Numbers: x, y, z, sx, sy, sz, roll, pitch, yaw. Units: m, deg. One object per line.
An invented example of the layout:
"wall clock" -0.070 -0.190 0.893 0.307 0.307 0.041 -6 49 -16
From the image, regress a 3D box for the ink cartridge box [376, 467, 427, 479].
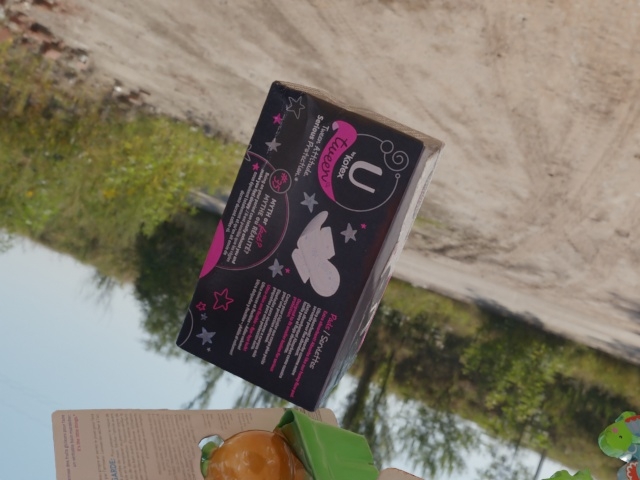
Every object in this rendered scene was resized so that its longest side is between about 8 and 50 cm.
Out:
"ink cartridge box" 0.137 0.287 0.235 0.384 0.308 0.091 22 167 5

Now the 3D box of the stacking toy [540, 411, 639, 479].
"stacking toy" 0.319 0.199 0.667 0.221 0.052 0.167 0 146 -6

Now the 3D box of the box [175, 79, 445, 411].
"box" 0.000 0.000 0.699 0.142 0.247 0.163 25 -167 11

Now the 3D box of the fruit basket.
"fruit basket" -0.091 0.315 0.798 0.353 0.165 0.327 2 -140 -26
